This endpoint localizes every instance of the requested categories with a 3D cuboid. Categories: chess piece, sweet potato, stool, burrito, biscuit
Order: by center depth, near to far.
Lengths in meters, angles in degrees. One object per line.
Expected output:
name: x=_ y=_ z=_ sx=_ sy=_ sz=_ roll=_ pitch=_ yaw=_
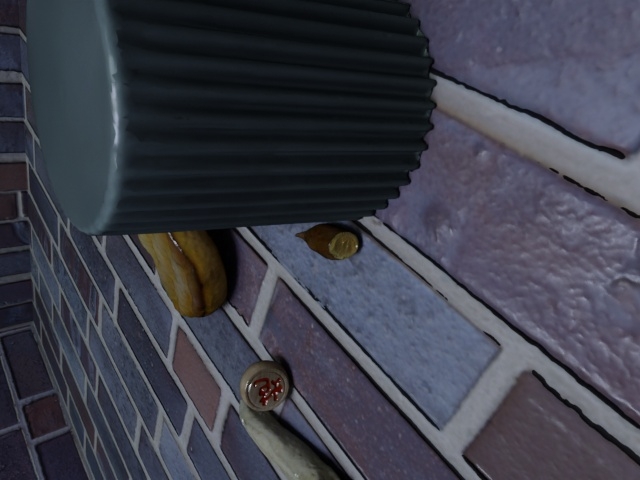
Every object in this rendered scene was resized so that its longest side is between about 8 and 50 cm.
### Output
stool: x=-0.094 y=-0.147 z=0.488 sx=0.297 sy=0.330 sz=0.297 roll=15 pitch=110 yaw=46
sweet potato: x=0.000 y=0.000 z=0.632 sx=0.117 sy=0.049 sz=0.049 roll=12 pitch=108 yaw=50
chess piece: x=-0.094 y=0.242 z=0.766 sx=0.038 sy=0.084 sz=0.083 roll=-162 pitch=67 yaw=-64
burrito: x=-0.059 y=0.354 z=0.772 sx=0.275 sy=0.059 sz=0.082 roll=26 pitch=132 yaw=43
biscuit: x=-0.259 y=0.032 z=0.866 sx=0.213 sy=0.091 sz=0.274 roll=18 pitch=131 yaw=39
